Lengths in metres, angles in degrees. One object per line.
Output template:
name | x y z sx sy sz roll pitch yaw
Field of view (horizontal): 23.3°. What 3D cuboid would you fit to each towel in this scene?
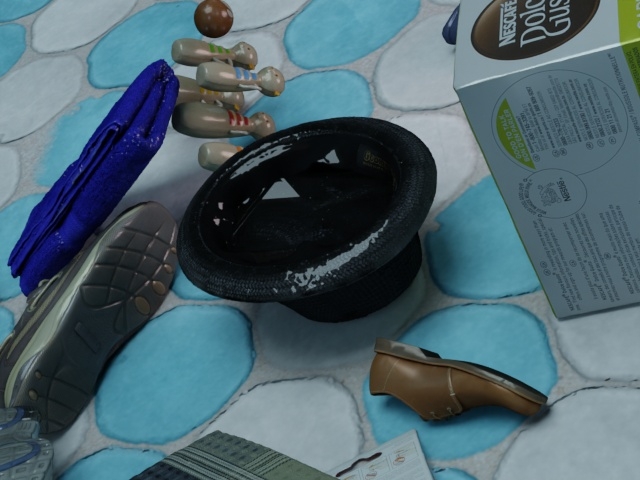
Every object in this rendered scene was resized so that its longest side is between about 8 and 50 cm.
towel | -0.308 -0.089 2.075 0.308 0.076 0.227 -48 19 28
towel | -0.141 0.312 1.566 0.312 0.056 0.324 -28 22 -28

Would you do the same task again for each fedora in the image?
fedora | 0.000 0.000 1.833 0.334 0.152 0.334 -18 38 15

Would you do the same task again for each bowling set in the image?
bowling set | -0.113 -0.220 2.115 0.154 0.200 0.287 3 30 -30

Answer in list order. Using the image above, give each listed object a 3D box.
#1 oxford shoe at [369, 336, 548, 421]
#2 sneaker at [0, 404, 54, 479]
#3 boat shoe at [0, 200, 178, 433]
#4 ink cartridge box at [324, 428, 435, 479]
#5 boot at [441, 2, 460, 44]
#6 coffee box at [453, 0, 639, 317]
oxford shoe | 0.143 0.161 1.639 0.212 0.076 0.076 11 82 38
sneaker | -0.338 0.276 1.708 0.111 0.129 0.297 -9 12 -6
boat shoe | -0.313 0.082 1.965 0.130 0.132 0.355 6 48 38
ink cartridge box | 0.055 0.277 1.585 0.145 0.045 0.179 -27 18 4
boot | 0.247 -0.337 2.133 0.086 0.069 0.190 19 60 42
coffee box | 0.354 -0.176 1.649 0.334 0.338 0.337 -13 39 21
